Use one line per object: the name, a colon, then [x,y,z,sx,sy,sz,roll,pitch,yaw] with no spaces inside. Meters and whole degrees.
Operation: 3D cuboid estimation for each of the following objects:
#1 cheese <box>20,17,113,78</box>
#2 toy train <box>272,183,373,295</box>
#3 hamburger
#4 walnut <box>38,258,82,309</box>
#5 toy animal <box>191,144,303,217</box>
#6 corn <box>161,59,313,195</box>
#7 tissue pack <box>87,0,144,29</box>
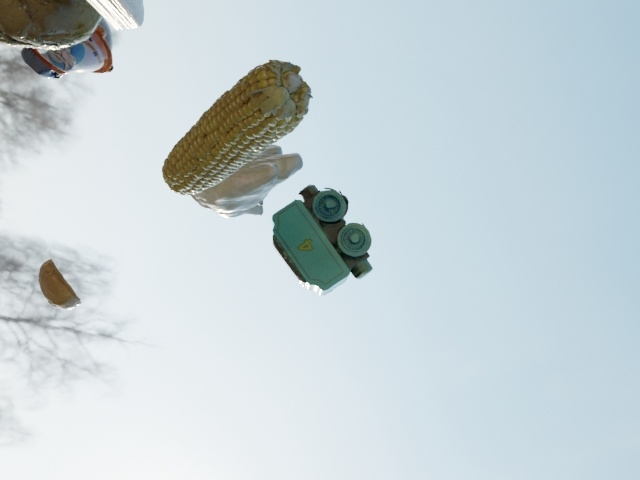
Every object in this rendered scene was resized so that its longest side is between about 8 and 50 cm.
cheese: [-0.581,-0.447,1.765,0.329,0.217,0.129,-10,-137,49]
toy train: [0.000,0.000,1.399,0.154,0.197,0.107,-34,172,-9]
hamburger: [-0.534,-0.502,1.447,0.134,0.266,0.284,-118,-151,-62]
walnut: [-0.500,0.089,1.463,0.052,0.091,0.121,-35,-130,-19]
toy animal: [-0.154,-0.112,1.582,0.308,0.266,0.188,6,-67,24]
corn: [-0.114,-0.139,1.001,0.260,0.091,0.091,-30,-139,39]
tissue pack: [-0.363,-0.464,1.227,0.325,0.071,0.170,34,47,-86]
